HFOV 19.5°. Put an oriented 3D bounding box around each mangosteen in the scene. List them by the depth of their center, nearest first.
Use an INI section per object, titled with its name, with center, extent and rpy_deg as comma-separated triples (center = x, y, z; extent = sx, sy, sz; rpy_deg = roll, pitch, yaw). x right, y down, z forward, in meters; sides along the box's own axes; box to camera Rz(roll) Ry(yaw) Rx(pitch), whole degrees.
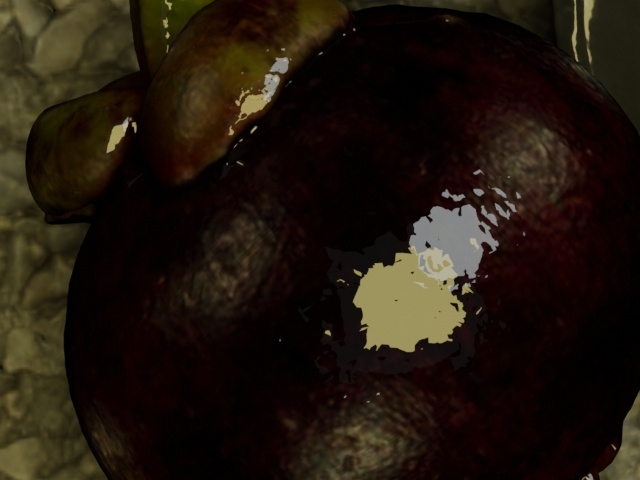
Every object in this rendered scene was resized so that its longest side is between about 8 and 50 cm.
[mangosteen]
center = 0.000, 0.000, 0.906
extent = 0.307, 0.307, 0.347
rpy_deg = -42, 94, -8

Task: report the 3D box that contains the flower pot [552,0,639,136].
[flower pot]
center = 0.265, -0.135, 0.979
extent = 0.269, 0.166, 0.269
rpy_deg = 2, 87, -42
